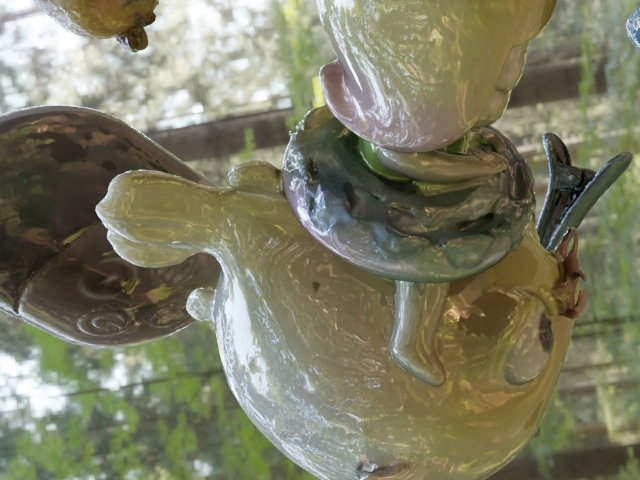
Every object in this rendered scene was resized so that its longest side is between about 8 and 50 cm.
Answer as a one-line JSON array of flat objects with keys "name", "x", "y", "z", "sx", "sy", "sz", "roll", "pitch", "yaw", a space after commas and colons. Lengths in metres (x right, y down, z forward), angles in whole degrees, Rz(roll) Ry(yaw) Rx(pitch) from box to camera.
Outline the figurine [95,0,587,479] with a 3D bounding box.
[{"name": "figurine", "x": 0.021, "y": -0.033, "z": 0.650, "sx": 0.227, "sy": 0.274, "sz": 0.394, "roll": -93, "pitch": 10, "yaw": -47}]

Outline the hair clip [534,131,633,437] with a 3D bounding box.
[{"name": "hair clip", "x": 0.208, "y": 0.044, "z": 1.128, "sx": 0.048, "sy": 0.083, "sz": 0.275, "roll": -6, "pitch": -69, "yaw": -63}]

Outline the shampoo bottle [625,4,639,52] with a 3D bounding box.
[{"name": "shampoo bottle", "x": 0.279, "y": -0.185, "z": 0.670, "sx": 0.061, "sy": 0.258, "sz": 0.104, "roll": 20, "pitch": -148, "yaw": -34}]

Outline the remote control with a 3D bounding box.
[{"name": "remote control", "x": -0.208, "y": -0.004, "z": 1.122, "sx": 0.332, "sy": 0.221, "sz": 0.103, "roll": 36, "pitch": -160, "yaw": -45}]

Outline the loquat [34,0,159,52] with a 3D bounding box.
[{"name": "loquat", "x": -0.242, "y": -0.296, "z": 1.347, "sx": 0.205, "sy": 0.149, "sz": 0.172, "roll": 60, "pitch": -170, "yaw": -19}]
